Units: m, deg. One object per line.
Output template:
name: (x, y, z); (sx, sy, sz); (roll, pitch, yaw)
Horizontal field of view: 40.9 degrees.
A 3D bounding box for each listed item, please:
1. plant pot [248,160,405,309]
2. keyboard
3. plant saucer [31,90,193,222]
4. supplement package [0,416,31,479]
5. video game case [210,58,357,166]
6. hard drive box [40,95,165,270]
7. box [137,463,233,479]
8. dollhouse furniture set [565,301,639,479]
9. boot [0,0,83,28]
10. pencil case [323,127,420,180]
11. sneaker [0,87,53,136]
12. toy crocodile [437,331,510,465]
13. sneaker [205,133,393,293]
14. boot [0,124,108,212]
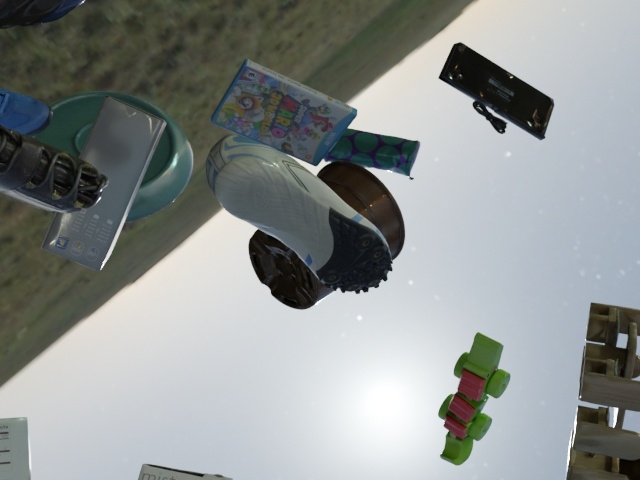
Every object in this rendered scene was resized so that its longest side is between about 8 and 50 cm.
plant pot: (0.000, 0.000, 1.173); (0.165, 0.167, 0.167); (-36, -177, -36)
keyboard: (0.256, -0.208, 1.257); (0.108, 0.180, 0.023); (-65, -172, -31)
plant saucer: (-0.385, -0.163, 1.527); (0.317, 0.317, 0.044); (-44, 162, -35)
supplement package: (-0.581, 0.437, 1.462); (0.134, 0.244, 0.139); (6, 156, -43)
video game case: (-0.050, -0.169, 1.163); (0.119, 0.166, 0.015); (-49, -153, 45)
hard drive box: (-0.313, -0.087, 1.261); (0.181, 0.089, 0.232); (-139, -108, -78)
box: (-0.199, 0.505, 1.491); (0.231, 0.262, 0.127); (109, -7, -53)
dollhouse furniture set: (0.445, 0.243, 1.212); (0.161, 0.242, 0.212); (8, -156, 17)
boot: (-0.353, -0.256, 0.974); (0.219, 0.082, 0.106); (-32, 153, 27)
pencil case: (0.083, -0.144, 1.394); (0.070, 0.151, 0.064); (79, 22, -78)
sneaker: (-0.508, -0.205, 1.289); (0.082, 0.209, 0.069); (72, 32, -63)
toy crocodile: (0.338, 0.359, 1.944); (0.105, 0.115, 0.340); (-25, 137, -47)
sneaker: (-0.013, -0.026, 0.845); (0.085, 0.237, 0.086); (-40, -144, 19)
boot: (-0.263, -0.081, 0.660); (0.263, 0.229, 0.091); (8, -103, 47)
